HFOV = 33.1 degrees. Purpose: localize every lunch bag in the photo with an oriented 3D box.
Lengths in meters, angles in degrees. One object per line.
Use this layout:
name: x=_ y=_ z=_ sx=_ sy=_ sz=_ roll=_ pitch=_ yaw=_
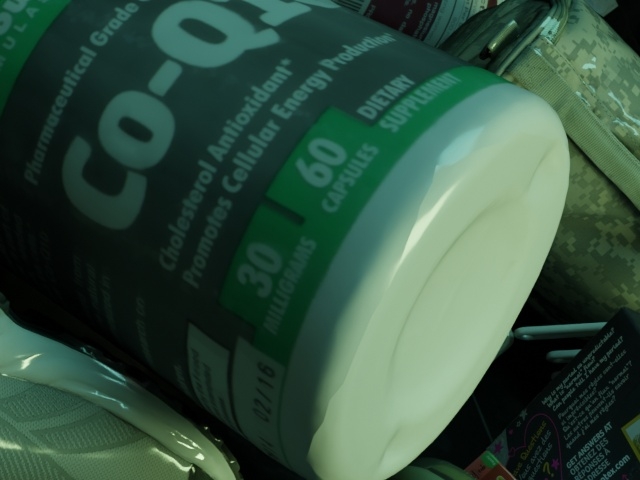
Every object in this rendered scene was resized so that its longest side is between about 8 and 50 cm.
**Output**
lunch bag: x=0.219 y=-0.057 z=0.927 sx=0.305 sy=0.212 sz=0.256 roll=45 pitch=0 yaw=-10

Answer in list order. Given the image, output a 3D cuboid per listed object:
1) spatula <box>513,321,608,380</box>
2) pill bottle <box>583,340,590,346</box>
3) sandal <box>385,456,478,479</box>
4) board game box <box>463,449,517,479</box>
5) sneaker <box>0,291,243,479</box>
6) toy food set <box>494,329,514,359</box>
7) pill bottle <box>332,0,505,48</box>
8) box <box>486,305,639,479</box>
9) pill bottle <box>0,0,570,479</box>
spatula: x=0.283 y=0.081 z=0.840 sx=0.168 sy=0.241 sz=0.019 roll=40 pitch=50 yaw=-55
pill bottle: x=0.292 y=0.106 z=1.024 sx=0.078 sy=0.078 sz=0.137 roll=33 pitch=28 yaw=-14
sandal: x=0.114 y=0.254 z=0.557 sx=0.086 sy=0.120 sz=0.303 roll=-26 pitch=65 yaw=-31
board game box: x=0.185 y=0.245 z=0.607 sx=0.281 sy=0.027 sz=0.145 roll=45 pitch=-10 yaw=25
sneaker: x=-0.146 y=0.082 z=0.490 sx=0.271 sy=0.108 sz=0.100 roll=37 pitch=-13 yaw=-38
toy food set: x=0.000 y=0.000 z=0.791 sx=0.306 sy=0.092 sz=0.220 roll=4 pitch=43 yaw=-49
pill bottle: x=0.048 y=-0.268 z=1.118 sx=0.392 sy=0.224 sz=0.224 roll=8 pitch=41 yaw=-47
box: x=0.275 y=0.179 z=0.795 sx=0.247 sy=0.163 sz=0.142 roll=23 pitch=28 yaw=-32
pill bottle: x=-0.076 y=-0.048 z=0.558 sx=0.361 sy=0.204 sz=0.204 roll=29 pitch=20 yaw=26
